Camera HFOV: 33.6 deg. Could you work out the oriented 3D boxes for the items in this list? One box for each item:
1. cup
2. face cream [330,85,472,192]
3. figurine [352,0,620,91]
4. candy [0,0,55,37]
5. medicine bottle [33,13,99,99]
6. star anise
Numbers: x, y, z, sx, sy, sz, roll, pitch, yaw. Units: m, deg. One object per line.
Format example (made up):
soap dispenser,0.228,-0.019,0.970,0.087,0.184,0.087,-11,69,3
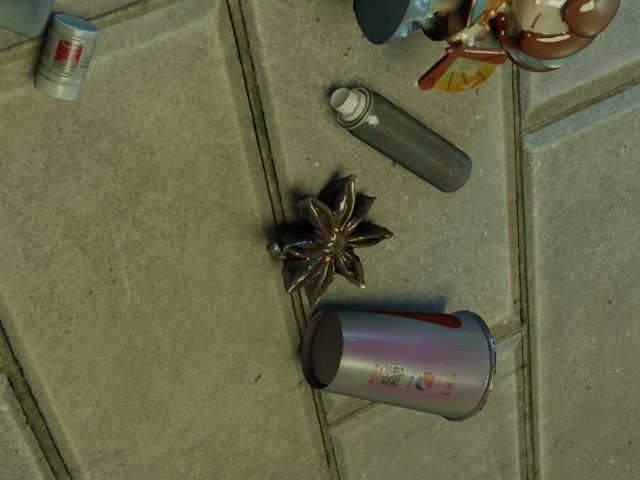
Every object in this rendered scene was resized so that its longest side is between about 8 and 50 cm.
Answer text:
cup,0.124,0.197,1.791,0.288,0.203,0.203,10,115,-30
face cream,0.122,-0.156,1.607,0.283,0.073,0.073,27,104,-41
figurine,0.243,-0.349,1.466,0.388,0.248,0.276,0,123,-22
candy,-0.335,-0.322,1.184,0.138,0.071,0.174,15,102,-58
medicine bottle,-0.311,-0.224,1.294,0.058,0.058,0.091,7,116,-36
star anise,0.000,0.000,1.631,0.262,0.081,0.230,-5,124,-43
